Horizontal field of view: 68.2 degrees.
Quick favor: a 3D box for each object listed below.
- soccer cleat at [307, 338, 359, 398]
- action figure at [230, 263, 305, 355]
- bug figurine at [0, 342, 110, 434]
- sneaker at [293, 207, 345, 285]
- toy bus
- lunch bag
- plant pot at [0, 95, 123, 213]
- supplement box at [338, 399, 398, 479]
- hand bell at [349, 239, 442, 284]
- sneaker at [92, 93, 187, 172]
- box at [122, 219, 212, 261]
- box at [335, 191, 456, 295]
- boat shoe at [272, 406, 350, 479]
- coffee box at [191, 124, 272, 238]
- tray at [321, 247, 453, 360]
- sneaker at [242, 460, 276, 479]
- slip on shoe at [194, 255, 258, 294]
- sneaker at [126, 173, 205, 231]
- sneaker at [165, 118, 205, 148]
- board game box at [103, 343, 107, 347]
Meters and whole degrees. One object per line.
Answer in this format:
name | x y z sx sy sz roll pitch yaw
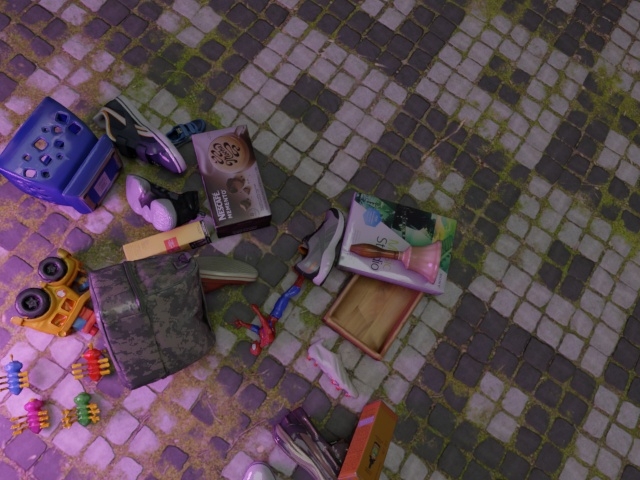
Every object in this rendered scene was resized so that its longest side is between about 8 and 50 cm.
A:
soccer cleat | 0.046 0.367 1.350 0.196 0.068 0.076 45 72 7
action figure | -0.154 0.184 1.354 0.139 0.091 0.280 28 73 -7
bug figurine | -0.692 0.391 1.239 0.280 0.072 0.216 -6 83 -14
sneaker | 0.000 0.000 1.379 0.108 0.100 0.271 24 51 -7
toy bus | -0.673 0.158 1.271 0.212 0.149 0.220 28 71 -14
lunch bag | -0.410 0.193 1.197 0.256 0.304 0.212 -17 35 -22
plant pot | -0.697 -0.212 1.311 0.212 0.236 0.235 28 74 -8
supplement box | 0.129 0.541 1.246 0.078 0.080 0.233 47 37 -9
hand bell | 0.202 0.038 1.312 0.242 0.126 0.126 11 75 7
sneaker | -0.538 -0.289 1.402 0.321 0.126 0.127 43 70 15
box | -0.435 0.010 1.360 0.233 0.087 0.058 -19 80 -13
box | 0.226 0.010 1.390 0.323 0.058 0.232 15 75 -5
boat shoe | 0.032 0.589 1.259 0.355 0.132 0.130 42 75 2
coffee box | -0.264 -0.175 1.411 0.168 0.119 0.296 -14 78 -12
tray | 0.204 0.132 1.425 0.203 0.076 0.410 36 74 2
sneaker | -0.155 0.717 1.187 0.102 0.161 0.281 1 75 -6
slip on shoe | -0.345 0.112 1.347 0.332 0.123 0.101 -4 111 -15
sneaker | -0.451 -0.117 1.381 0.269 0.101 0.153 36 32 32
sneaker | -0.419 -0.334 1.460 0.144 0.059 0.053 -38 82 -15
board game box | -0.535 0.279 1.314 0.090 0.020 0.090 33 74 2
